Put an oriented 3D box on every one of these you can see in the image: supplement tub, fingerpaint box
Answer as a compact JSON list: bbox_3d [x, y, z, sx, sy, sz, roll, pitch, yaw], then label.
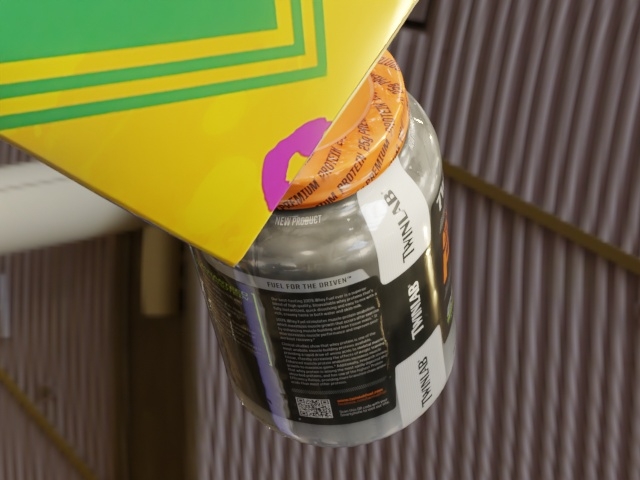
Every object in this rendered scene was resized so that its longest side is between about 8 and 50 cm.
[{"bbox_3d":[0.000,0.000,0.676,0.117,0.117,0.190,49,-18,34],"label":"supplement tub"},{"bbox_3d":[-0.216,-0.209,0.477,0.445,0.371,0.163,34,-90,28],"label":"fingerpaint box"}]
